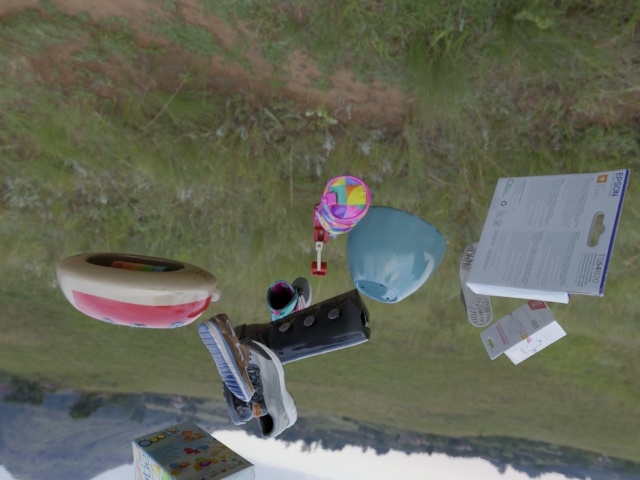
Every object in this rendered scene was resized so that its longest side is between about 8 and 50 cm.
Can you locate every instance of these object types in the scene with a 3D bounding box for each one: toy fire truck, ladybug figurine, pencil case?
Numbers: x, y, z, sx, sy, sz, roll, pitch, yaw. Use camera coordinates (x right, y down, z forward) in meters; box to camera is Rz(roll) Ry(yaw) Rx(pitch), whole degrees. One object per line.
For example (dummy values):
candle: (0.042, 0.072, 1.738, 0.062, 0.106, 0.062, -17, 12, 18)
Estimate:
toy fire truck: (0.000, 0.000, 1.558, 0.047, 0.135, 0.192, 4, 140, 4)
ladybug figurine: (-0.495, 0.138, 1.459, 0.450, 0.161, 0.305, 8, -172, 8)
pencil case: (0.043, -0.070, 1.138, 0.105, 0.104, 0.236, 15, 171, -2)

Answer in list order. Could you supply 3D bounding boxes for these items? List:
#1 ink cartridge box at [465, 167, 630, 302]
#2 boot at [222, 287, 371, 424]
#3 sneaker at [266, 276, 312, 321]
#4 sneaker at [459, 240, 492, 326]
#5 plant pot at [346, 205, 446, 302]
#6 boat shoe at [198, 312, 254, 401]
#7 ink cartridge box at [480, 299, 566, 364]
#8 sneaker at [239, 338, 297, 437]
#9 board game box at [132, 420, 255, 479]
ink cartridge box: (0.372, -0.009, 0.873, 0.224, 0.223, 0.045, 2, 152, 48)
boot: (-0.060, 0.345, 1.631, 0.445, 0.367, 0.146, -15, 129, 9)
sneaker: (-0.119, 0.201, 2.010, 0.124, 0.295, 0.178, 1, 130, 16)
sneaker: (0.394, 0.104, 1.400, 0.083, 0.222, 0.118, -5, -171, 1)
plant pot: (0.193, 0.063, 1.532, 0.290, 0.195, 0.290, 19, 155, 9)
boat shoe: (-0.167, 0.227, 1.046, 0.066, 0.066, 0.183, -7, 111, 50)
ink cartridge box: (0.549, 0.255, 1.464, 0.198, 0.115, 0.067, -37, 115, 18)
sneaker: (-0.146, 0.377, 1.362, 0.100, 0.271, 0.108, -14, -169, 38)
board game box: (-0.268, 0.506, 1.114, 0.144, 0.142, 0.275, -8, -171, -40)
